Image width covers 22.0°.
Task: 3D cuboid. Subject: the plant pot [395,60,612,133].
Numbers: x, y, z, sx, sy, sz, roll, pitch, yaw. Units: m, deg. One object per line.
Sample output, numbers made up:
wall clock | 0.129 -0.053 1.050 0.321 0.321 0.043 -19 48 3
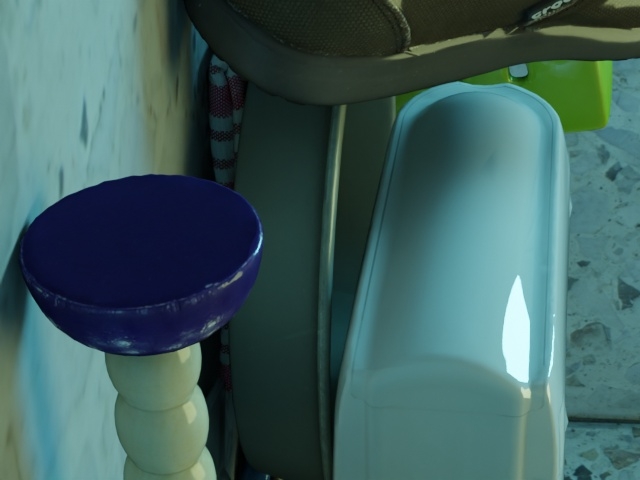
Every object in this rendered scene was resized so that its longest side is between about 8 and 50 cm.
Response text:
plant pot | 0.074 -0.212 1.083 0.207 0.227 0.228 77 15 -47

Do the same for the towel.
towel | -0.039 -0.036 0.898 0.144 0.029 0.197 -73 164 -63

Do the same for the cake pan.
cake pan | 0.000 0.000 0.889 0.293 0.054 0.293 3 90 -82

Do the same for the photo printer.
photo printer | 0.074 0.077 0.864 0.307 0.107 0.256 -76 167 -56

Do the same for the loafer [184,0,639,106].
loafer | 0.110 -0.161 0.784 0.134 0.366 0.130 48 -42 23

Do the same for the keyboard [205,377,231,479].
keyboard | -0.064 0.134 0.756 0.256 0.014 0.072 -70 156 -77

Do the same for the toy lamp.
toy lamp | -0.047 0.111 0.547 0.080 0.080 0.275 -81 170 -57

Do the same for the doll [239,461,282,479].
doll | -0.023 0.157 1.037 0.129 0.046 0.189 -49 135 -68
